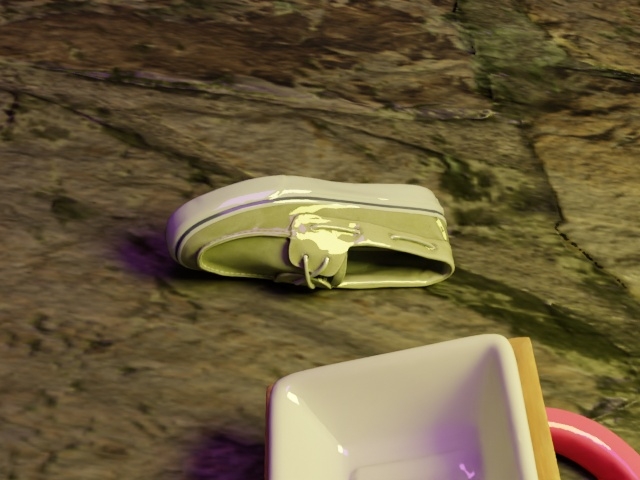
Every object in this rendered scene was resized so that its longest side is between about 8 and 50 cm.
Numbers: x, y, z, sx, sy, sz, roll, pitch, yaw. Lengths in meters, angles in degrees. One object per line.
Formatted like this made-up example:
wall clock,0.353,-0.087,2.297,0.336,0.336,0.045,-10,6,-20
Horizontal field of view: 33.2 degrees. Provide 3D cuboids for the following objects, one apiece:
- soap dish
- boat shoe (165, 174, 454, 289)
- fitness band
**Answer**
soap dish,0.073,0.222,0.819,0.229,0.118,0.291,-13,45,11
boat shoe,0.000,0.000,1.068,0.302,0.109,0.094,-5,51,-22
fitness band,0.224,0.269,0.905,0.209,0.054,0.291,-10,52,-23
